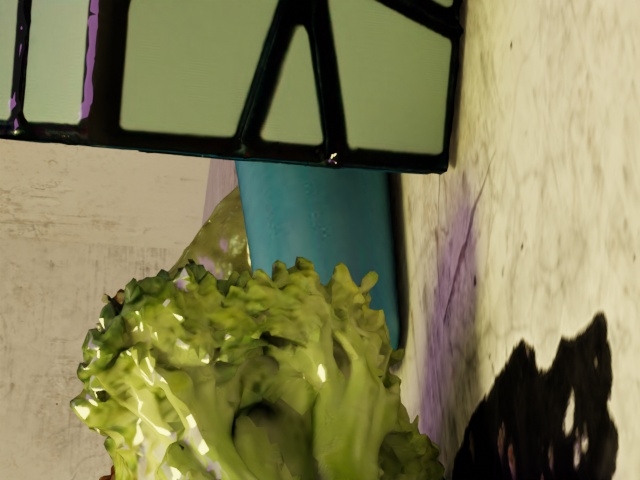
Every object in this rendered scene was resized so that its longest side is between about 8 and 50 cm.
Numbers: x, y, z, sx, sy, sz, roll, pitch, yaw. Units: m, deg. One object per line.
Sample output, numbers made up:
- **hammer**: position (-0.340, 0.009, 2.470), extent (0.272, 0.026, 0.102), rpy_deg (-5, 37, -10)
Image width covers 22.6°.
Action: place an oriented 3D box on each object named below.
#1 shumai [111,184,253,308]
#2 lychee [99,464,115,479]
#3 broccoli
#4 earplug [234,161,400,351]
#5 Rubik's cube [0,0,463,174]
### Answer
- **shumai**: position (-0.086, 0.036, 1.532), extent (0.261, 0.222, 0.225), rpy_deg (-92, 6, -62)
- **lychee**: position (-0.124, 0.289, 1.536), extent (0.271, 0.271, 0.271), rpy_deg (-176, 90, -82)
- **broccoli**: position (-0.006, 0.149, 0.894), extent (0.353, 0.275, 0.397), rpy_deg (42, 157, 18)
- **earplug**: position (0.000, 0.000, 1.270), extent (0.132, 0.132, 0.273), rpy_deg (104, 164, -52)
- **Rubik's cube**: position (-0.089, -0.197, 1.094), extent (0.283, 0.288, 0.294), rpy_deg (4, 89, 56)
